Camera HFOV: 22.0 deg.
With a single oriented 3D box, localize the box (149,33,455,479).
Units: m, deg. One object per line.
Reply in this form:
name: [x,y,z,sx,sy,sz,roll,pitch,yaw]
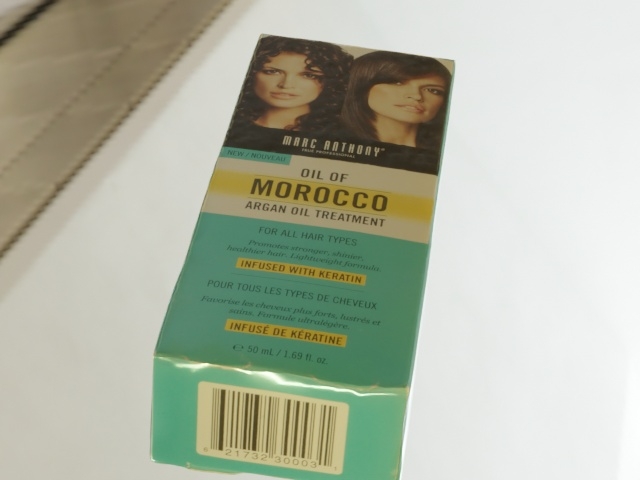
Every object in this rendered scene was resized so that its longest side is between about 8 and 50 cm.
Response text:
box: [0.000,0.000,0.717,0.101,0.060,0.244,8,-143,3]
